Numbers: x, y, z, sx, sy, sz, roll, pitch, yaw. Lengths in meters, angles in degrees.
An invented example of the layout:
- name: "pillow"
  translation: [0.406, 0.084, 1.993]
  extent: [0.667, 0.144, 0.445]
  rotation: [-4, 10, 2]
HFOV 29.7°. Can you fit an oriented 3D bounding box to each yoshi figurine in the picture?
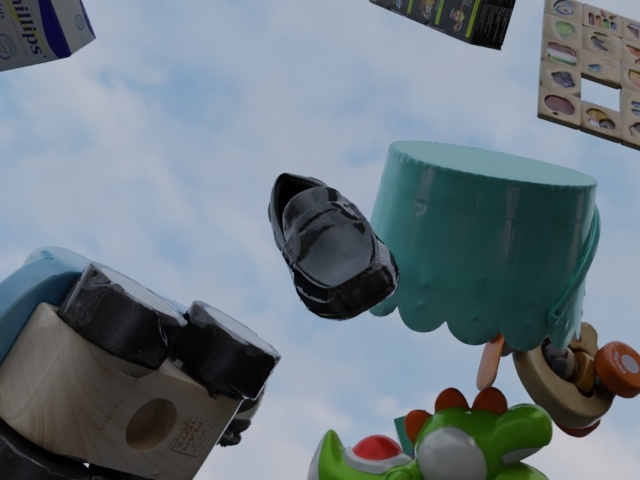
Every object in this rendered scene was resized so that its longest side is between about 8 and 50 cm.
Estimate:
- name: "yoshi figurine"
  translation: [0.113, 0.316, 1.346]
  extent: [0.362, 0.203, 0.203]
  rotation: [-28, -61, 11]

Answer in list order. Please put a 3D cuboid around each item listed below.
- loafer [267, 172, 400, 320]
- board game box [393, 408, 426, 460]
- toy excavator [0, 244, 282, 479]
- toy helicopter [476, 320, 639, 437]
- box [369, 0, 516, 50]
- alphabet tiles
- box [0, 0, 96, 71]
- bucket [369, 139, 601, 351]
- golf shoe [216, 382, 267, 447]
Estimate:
- name: "loafer"
  translation: [0.000, 0.000, 0.928]
  extent: [0.076, 0.223, 0.078]
  rotation: [-30, -70, -4]
- name: "board game box"
  translation: [0.143, 0.326, 1.589]
  extent: [0.047, 0.160, 0.210]
  rotation: [-16, -23, -1]
- name: "toy excavator"
  translation: [-0.243, 0.107, 1.299]
  extent: [0.445, 0.222, 0.433]
  rotation: [34, 3, 40]
- name: "toy helicopter"
  translation: [0.303, 0.112, 1.752]
  extent: [0.235, 0.355, 0.140]
  rotation: [8, -42, -34]
- name: "box"
  translation: [0.127, -0.289, 1.110]
  extent: [0.045, 0.184, 0.190]
  rotation: [4, -71, -33]
- name: "alphabet tiles"
  translation: [0.317, -0.141, 1.130]
  extent: [0.237, 0.198, 0.009]
  rotation: [18, -45, -4]
- name: "box"
  translation: [-0.380, -0.294, 1.550]
  extent: [0.137, 0.072, 0.126]
  rotation: [-7, -65, 25]
- name: "bucket"
  translation: [0.181, -0.003, 1.378]
  extent: [0.281, 0.281, 0.183]
  rotation: [11, -78, 5]
- name: "golf shoe"
  translation: [-0.196, 0.167, 1.645]
  extent: [0.273, 0.120, 0.105]
  rotation: [33, -3, 13]
